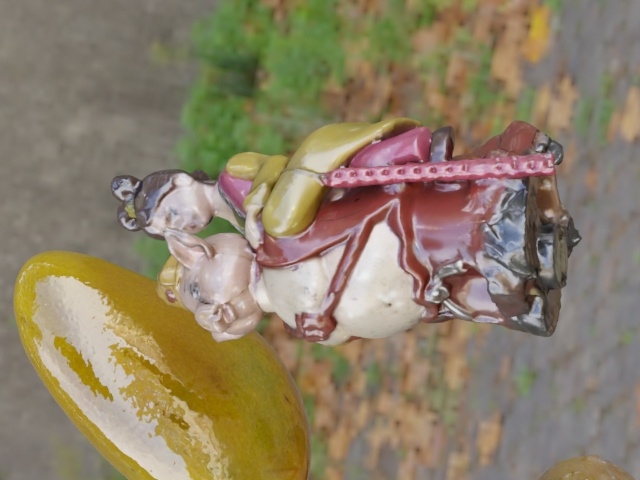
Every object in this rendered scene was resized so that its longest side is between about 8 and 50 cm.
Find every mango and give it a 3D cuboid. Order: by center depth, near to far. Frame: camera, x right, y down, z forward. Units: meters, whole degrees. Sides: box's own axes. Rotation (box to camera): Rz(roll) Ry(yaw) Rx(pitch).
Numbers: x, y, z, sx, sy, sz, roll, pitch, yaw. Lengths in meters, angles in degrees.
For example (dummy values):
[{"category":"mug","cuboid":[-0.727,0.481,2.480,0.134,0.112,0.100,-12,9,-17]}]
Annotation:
[{"category":"mango","cuboid":[-0.107,0.097,1.354,0.138,0.253,0.113,-49,3,-27]}]

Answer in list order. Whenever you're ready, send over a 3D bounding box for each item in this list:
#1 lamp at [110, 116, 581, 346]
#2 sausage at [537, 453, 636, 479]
[{"category":"lamp","cuboid":[0.000,0.000,0.971,0.118,0.253,0.118,-2,-90,-73]},{"category":"sausage","cuboid":[0.203,0.406,1.733,0.136,0.123,0.501,34,128,44]}]
